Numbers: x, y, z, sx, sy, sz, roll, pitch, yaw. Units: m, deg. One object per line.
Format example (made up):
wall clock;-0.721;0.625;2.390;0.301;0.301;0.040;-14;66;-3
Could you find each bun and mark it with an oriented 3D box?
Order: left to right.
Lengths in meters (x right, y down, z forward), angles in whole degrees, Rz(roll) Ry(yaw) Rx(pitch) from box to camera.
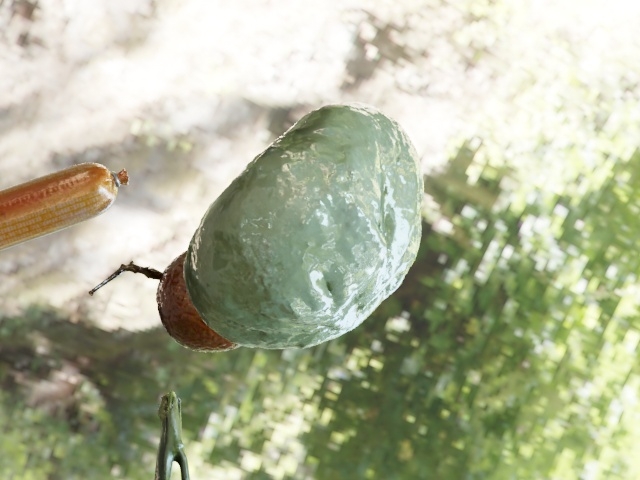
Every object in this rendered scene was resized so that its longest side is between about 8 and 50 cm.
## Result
bun;0.000;0.000;1.113;0.118;0.195;0.195;43;-72;16

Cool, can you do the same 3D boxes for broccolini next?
broccolini;-0.131;0.237;1.434;0.058;0.074;0.201;133;-40;-67

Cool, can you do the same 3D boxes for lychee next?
lychee;-0.115;0.048;1.515;0.101;0.140;0.114;-47;177;31

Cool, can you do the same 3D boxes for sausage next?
sausage;-0.337;-0.001;1.451;0.348;0.053;0.053;-20;-139;-9
